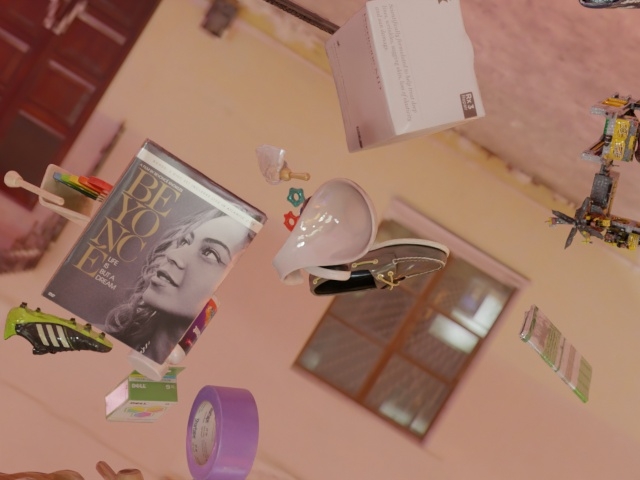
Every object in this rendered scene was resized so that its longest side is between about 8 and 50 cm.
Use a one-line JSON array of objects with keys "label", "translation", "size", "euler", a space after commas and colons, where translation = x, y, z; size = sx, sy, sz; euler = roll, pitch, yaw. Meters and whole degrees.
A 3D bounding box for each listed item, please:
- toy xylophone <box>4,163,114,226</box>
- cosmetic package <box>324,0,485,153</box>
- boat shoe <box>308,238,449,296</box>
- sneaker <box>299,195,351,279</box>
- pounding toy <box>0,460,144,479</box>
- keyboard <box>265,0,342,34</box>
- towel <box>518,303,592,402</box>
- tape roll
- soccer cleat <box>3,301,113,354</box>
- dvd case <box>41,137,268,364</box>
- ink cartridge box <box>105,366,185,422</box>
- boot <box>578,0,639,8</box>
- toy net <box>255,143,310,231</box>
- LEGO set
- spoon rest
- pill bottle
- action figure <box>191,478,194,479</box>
[{"label": "toy xylophone", "translation": [-0.396, -0.068, 1.974], "size": [0.322, 0.081, 0.236], "euler": [18, 169, 41]}, {"label": "cosmetic package", "translation": [0.129, -0.271, 1.875], "size": [0.156, 0.217, 0.385], "euler": [-13, -179, -8]}, {"label": "boat shoe", "translation": [0.119, 0.062, 2.368], "size": [0.305, 0.091, 0.109], "euler": [-6, 148, 21]}, {"label": "sneaker", "translation": [0.003, -0.015, 1.970], "size": [0.079, 0.121, 0.217], "euler": [6, -166, -20]}, {"label": "pounding toy", "translation": [-0.298, 0.332, 1.265], "size": [0.269, 0.154, 0.155], "euler": [-7, 175, 29]}, {"label": "keyboard", "translation": [-0.073, -0.486, 2.343], "size": [0.201, 0.033, 0.317], "euler": [37, -167, 37]}, {"label": "towel", "translation": [0.377, 0.182, 1.825], "size": [0.152, 0.023, 0.113], "euler": [47, -151, -5]}, {"label": "tape roll", "translation": [-0.194, 0.381, 2.233], "size": [0.080, 0.189, 0.189], "euler": [10, -170, -25]}, {"label": "soccer cleat", "translation": [-0.430, 0.160, 1.867], "size": [0.179, 0.072, 0.060], "euler": [20, -176, -4]}, {"label": "dvd case", "translation": [-0.189, 0.017, 1.299], "size": [0.164, 0.221, 0.018], "euler": [33, -168, -16]}, {"label": "ink cartridge box", "translation": [-0.368, 0.326, 2.396], "size": [0.109, 0.062, 0.209], "euler": [7, 153, -29]}, {"label": "boot", "translation": [0.551, -0.434, 2.004], "size": [0.190, 0.069, 0.086], "euler": [-3, -163, 22]}, {"label": "toy net", "translation": [-0.054, -0.101, 2.350], "size": [0.232, 0.122, 0.045], "euler": [47, -152, 12]}, {"label": "LEGO set", "translation": [0.564, -0.111, 2.010], "size": [0.255, 0.331, 0.192], "euler": [24, -156, 19]}, {"label": "spoon rest", "translation": [0.000, 0.000, 1.895], "size": [0.084, 0.276, 0.137], "euler": [-18, -107, -41]}, {"label": "pill bottle", "translation": [-0.287, 0.170, 2.192], "size": [0.108, 0.193, 0.108], "euler": [27, 153, 14]}, {"label": "action figure", "translation": [-0.252, 0.612, 2.408], "size": [0.063, 0.137, 0.232], "euler": [18, 150, 24]}]
